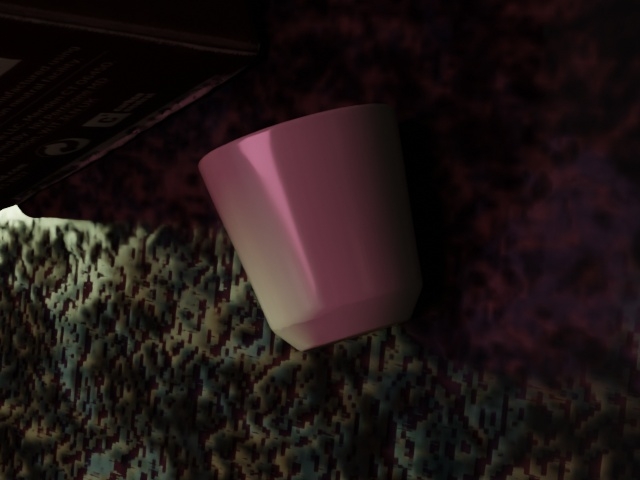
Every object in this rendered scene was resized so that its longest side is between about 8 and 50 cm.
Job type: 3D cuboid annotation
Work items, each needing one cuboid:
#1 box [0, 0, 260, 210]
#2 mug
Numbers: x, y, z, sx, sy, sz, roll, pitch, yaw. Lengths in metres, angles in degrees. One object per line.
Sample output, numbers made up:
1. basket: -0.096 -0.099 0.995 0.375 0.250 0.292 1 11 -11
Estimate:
1. box: -0.151 -0.131 0.514 0.168 0.167 0.203 -24 72 41
2. mug: 0.003 -0.001 0.452 0.062 0.078 0.064 -18 84 8
